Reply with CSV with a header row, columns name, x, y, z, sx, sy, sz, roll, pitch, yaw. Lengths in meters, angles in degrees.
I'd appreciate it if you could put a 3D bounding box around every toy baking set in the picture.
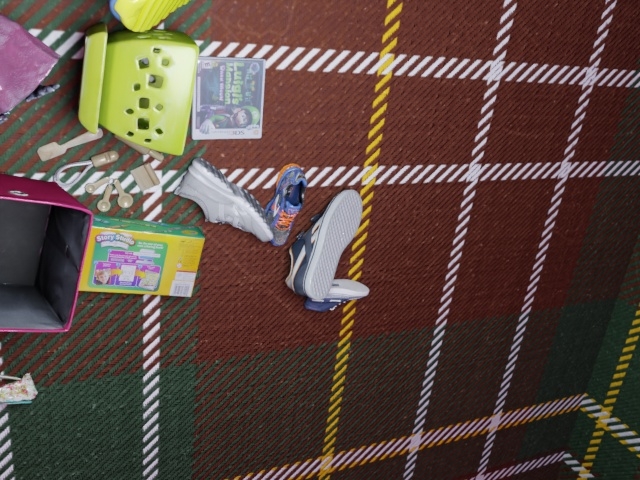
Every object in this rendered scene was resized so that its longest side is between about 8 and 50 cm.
name,x,y,z,sx,sy,sz,roll,pitch,yaw
toy baking set,-0.485,-0.171,1.394,0.256,0.030,0.197,38,93,-35

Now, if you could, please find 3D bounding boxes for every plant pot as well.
name,x,y,z,sx,sy,sz,roll,pitch,yaw
plant pot,-0.380,-0.321,1.264,0.207,0.227,0.228,6,111,-23

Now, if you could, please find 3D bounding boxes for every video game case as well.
name,x,y,z,sx,sy,sz,roll,pitch,yaw
video game case,-0.217,-0.333,1.457,0.173,0.022,0.191,-6,116,-25

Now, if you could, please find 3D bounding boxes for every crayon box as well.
name,x,y,z,sx,sy,sz,roll,pitch,yaw
crayon box,-0.434,0.039,1.491,0.278,0.081,0.166,7,110,-29

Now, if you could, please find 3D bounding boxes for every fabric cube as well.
name,x,y,z,sx,sy,sz,roll,pitch,yaw
fabric cube,-0.628,0.011,1.210,0.254,0.258,0.259,8,103,-39

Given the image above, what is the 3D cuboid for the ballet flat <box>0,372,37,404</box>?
name,x,y,z,sx,sy,sz,roll,pitch,yaw
ballet flat,-0.805,0.358,1.472,0.240,0.091,0.077,1,83,-32

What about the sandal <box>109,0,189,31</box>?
name,x,y,z,sx,sy,sz,roll,pitch,yaw
sandal,-0.325,-0.507,1.194,0.126,0.317,0.138,-35,110,32

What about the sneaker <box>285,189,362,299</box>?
name,x,y,z,sx,sy,sz,roll,pitch,yaw
sneaker,0.000,0.000,1.679,0.126,0.127,0.321,41,67,-41

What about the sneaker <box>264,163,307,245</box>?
name,x,y,z,sx,sy,sz,roll,pitch,yaw
sneaker,-0.090,-0.085,1.602,0.083,0.087,0.221,4,111,-28

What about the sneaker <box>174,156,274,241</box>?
name,x,y,z,sx,sy,sz,roll,pitch,yaw
sneaker,-0.234,-0.082,1.536,0.115,0.105,0.281,-43,114,12

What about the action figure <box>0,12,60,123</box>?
name,x,y,z,sx,sy,sz,roll,pitch,yaw
action figure,-0.634,-0.402,1.097,0.248,0.275,0.370,-40,117,-12

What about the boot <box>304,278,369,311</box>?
name,x,y,z,sx,sy,sz,roll,pitch,yaw
boot,0.045,0.164,1.811,0.189,0.069,0.086,7,117,-21
